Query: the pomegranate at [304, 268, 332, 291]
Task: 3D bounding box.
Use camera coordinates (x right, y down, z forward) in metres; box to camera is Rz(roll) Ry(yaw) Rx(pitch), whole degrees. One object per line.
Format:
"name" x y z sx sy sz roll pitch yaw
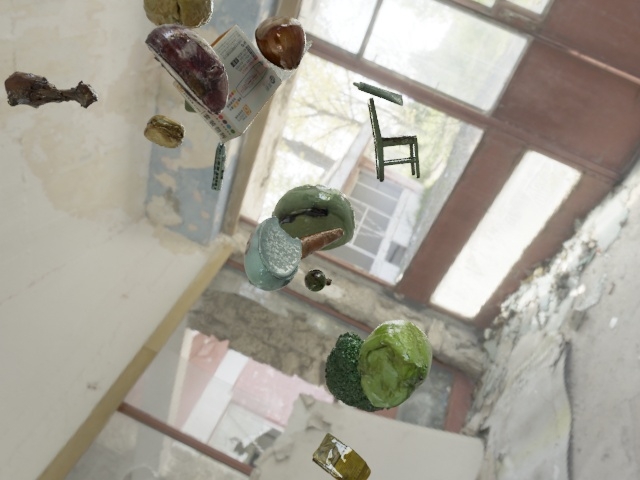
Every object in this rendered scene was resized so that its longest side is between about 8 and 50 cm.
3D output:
"pomegranate" -0.006 0.118 1.632 0.073 0.084 0.073 177 90 -88

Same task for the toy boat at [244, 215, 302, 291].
"toy boat" -0.113 0.036 1.239 0.078 0.134 0.208 -32 25 27

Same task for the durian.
"durian" 0.216 0.347 1.612 0.256 0.204 0.339 -62 -9 23

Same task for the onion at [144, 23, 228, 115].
"onion" -0.260 -0.361 1.127 0.098 0.151 0.206 -45 -40 -3

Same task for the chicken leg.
"chicken leg" -0.846 -0.466 1.747 0.093 0.304 0.113 -74 -10 -62

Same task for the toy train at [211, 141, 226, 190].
"toy train" -0.430 -0.316 2.352 0.043 0.047 0.208 -44 -32 -66

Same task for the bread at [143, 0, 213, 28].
"bread" -0.471 -0.775 1.855 0.244 0.244 0.134 -57 -43 -65

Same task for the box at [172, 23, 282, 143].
"box" -0.248 -0.438 1.537 0.091 0.221 0.274 -16 33 42

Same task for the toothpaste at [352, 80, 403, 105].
"toothpaste" 0.190 -0.485 1.810 0.029 0.197 0.048 -40 46 52

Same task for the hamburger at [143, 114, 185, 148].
"hamburger" -0.560 -0.391 1.994 0.147 0.138 0.083 -13 56 58

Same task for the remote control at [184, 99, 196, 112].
"remote control" -0.409 -0.526 2.097 0.038 0.233 0.098 -8 -72 -72

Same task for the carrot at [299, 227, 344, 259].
"carrot" 0.000 0.000 1.617 0.209 0.061 0.061 -23 -35 -43

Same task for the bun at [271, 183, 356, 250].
"bun" -0.014 -0.100 1.898 0.293 0.292 0.187 109 173 -57

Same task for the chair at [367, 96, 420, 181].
"chair" 0.241 -0.334 1.801 0.136 0.147 0.271 -79 -17 -80

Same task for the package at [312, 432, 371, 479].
"package" 0.050 0.508 1.259 0.071 0.131 0.047 -44 -23 -32

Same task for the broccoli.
"broccoli" 0.151 0.453 1.911 0.308 0.274 0.308 162 90 -80

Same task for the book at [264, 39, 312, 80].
"book" -0.179 -0.696 2.252 0.322 0.018 0.228 -40 -2 -43

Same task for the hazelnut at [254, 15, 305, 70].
"hazelnut" -0.108 -0.538 1.517 0.150 0.150 0.151 25 -90 -86
